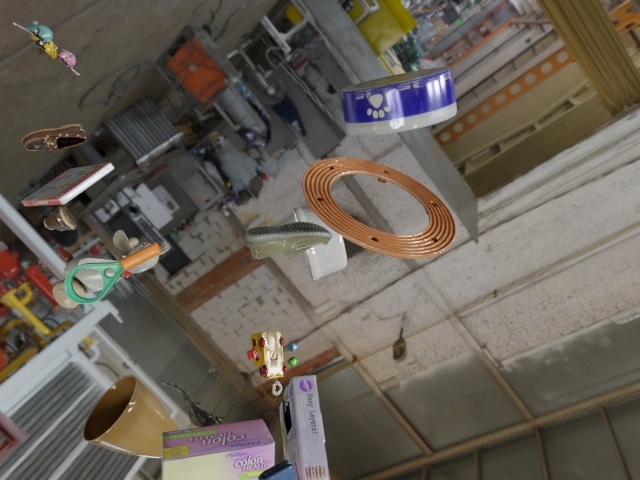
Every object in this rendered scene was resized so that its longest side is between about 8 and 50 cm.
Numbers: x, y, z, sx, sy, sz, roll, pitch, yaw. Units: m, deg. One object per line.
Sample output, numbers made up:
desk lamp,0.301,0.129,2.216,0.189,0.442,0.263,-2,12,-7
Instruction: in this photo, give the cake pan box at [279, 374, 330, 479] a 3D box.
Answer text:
cake pan box,-0.045,0.490,1.158,0.245,0.070,0.266,112,-25,-52

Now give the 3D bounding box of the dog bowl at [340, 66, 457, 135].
dog bowl,0.183,-0.331,1.118,0.265,0.104,0.265,-10,-159,4

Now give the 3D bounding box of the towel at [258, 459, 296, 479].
towel,-0.070,0.437,0.797,0.067,0.119,0.029,-12,-168,-33

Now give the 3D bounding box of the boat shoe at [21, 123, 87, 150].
boat shoe,-0.943,-0.356,1.676,0.207,0.073,0.073,-23,159,-20

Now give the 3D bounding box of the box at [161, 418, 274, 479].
box,-0.211,0.515,0.960,0.214,0.242,0.117,-1,-174,-20

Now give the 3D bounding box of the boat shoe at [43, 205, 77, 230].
boat shoe,-0.961,-0.068,1.738,0.095,0.095,0.257,-31,-167,-21

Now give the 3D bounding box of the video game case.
video game case,-0.825,-0.181,1.536,0.285,0.025,0.204,1,-140,38

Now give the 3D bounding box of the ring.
ring,0.122,-0.072,0.988,0.336,0.337,0.032,-54,167,-53

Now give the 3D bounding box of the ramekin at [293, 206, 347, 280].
ramekin,0.000,0.000,1.718,0.135,0.277,0.277,-15,-170,-5

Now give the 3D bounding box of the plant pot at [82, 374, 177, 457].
plant pot,-0.627,0.635,1.622,0.237,0.254,0.237,-30,-151,19

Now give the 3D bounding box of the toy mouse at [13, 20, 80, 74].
toy mouse,-0.605,-0.443,1.070,0.143,0.161,0.031,21,-109,50

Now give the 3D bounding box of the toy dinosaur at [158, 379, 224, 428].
toy dinosaur,-0.317,0.462,1.239,0.064,0.268,0.118,-40,169,-8

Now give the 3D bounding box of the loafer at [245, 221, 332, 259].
loafer,-0.088,0.004,1.328,0.251,0.087,0.094,-4,-156,-20

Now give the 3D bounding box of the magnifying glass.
magnifying glass,-0.475,0.069,1.081,0.231,0.092,0.026,-27,-175,-4

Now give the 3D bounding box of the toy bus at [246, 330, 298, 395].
toy bus,-0.194,0.422,1.694,0.104,0.191,0.202,-21,-156,42

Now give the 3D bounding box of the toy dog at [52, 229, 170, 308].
toy dog,-0.606,0.049,1.302,0.334,0.161,0.220,-28,-162,5
